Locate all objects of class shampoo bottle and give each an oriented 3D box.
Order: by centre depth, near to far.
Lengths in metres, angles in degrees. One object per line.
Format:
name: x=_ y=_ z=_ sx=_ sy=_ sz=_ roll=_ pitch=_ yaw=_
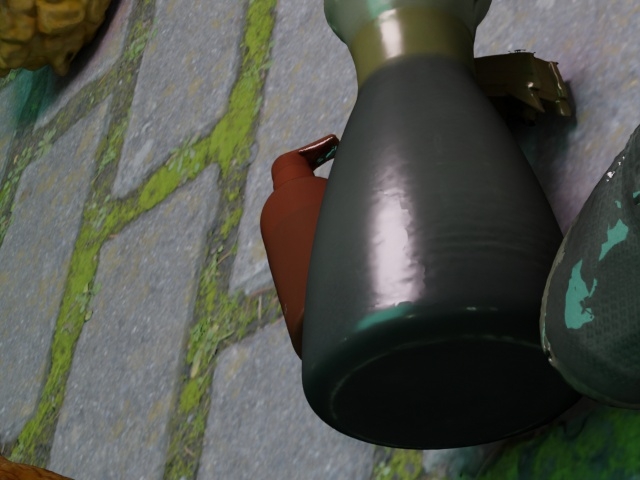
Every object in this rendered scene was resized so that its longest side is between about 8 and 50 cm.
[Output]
shampoo bottle: x=-0.002 y=0.001 z=1.164 sx=0.085 sy=0.085 sz=0.244 roll=-49 pitch=29 yaw=21

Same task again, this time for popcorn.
popcorn: x=-0.380 y=-0.323 z=1.958 sx=0.250 sy=0.190 sz=0.250 roll=-47 pitch=30 yaw=38

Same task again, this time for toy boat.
toy boat: x=0.100 y=-0.091 z=1.103 sx=0.206 sy=0.064 sz=0.072 roll=-5 pitch=75 yaw=54

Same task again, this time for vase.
vase: x=0.065 y=-0.043 z=0.952 sx=0.173 sy=0.173 sz=0.321 roll=-36 pitch=46 yaw=38

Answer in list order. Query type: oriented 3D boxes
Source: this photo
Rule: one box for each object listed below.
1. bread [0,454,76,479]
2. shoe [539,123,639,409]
bread: x=-0.253 y=0.256 z=1.190 sx=0.268 sy=0.268 sz=0.146 roll=22 pitch=96 yaw=61
shoe: x=0.223 y=-0.061 z=0.728 sx=0.132 sy=0.171 sz=0.336 roll=35 pitch=93 yaw=18
